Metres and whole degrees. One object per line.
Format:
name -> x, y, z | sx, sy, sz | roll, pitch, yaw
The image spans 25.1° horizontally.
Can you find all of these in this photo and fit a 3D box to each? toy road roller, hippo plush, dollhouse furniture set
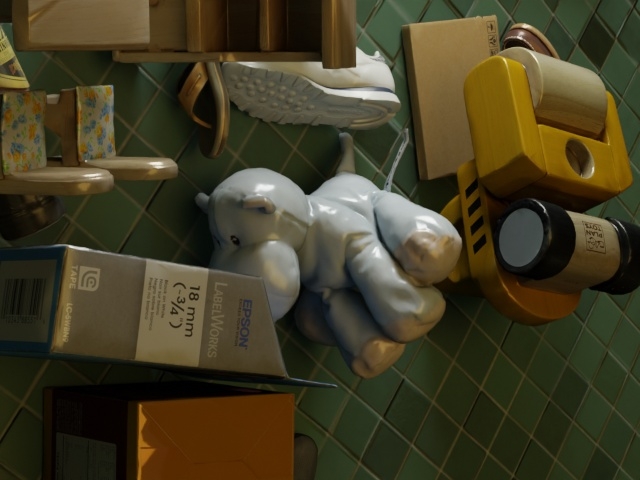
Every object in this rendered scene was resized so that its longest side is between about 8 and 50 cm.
toy road roller -> 0.249, -0.054, 1.820 | 0.202, 0.240, 0.330 | 11, 65, -39
hippo plush -> 0.000, 0.000, 1.592 | 0.236, 0.234, 0.294 | 10, 84, -39
dollhouse furniture set -> -0.147, -0.240, 1.345 | 0.394, 0.256, 0.362 | -21, 111, -69

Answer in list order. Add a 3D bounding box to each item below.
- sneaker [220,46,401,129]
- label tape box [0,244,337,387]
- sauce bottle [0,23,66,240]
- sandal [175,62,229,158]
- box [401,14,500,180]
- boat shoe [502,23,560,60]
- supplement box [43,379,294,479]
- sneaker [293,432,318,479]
sneaker -> -0.016, -0.194, 1.686 | 0.235, 0.090, 0.095 | 8, 61, -34
label tape box -> -0.178, 0.079, 1.444 | 0.333, 0.240, 0.106 | 11, 82, -39
sauce bottle -> -0.349, -0.166, 1.389 | 0.111, 0.111, 0.344 | -35, 113, -33
sandal -> -0.137, -0.179, 1.590 | 0.049, 0.072, 0.180 | -7, 93, -23
box -> 0.180, -0.188, 1.873 | 0.164, 0.021, 0.201 | -12, 98, -39
boat shoe -> 0.293, -0.190, 1.926 | 0.073, 0.073, 0.207 | -50, 124, -32
supplement box -> -0.159, 0.218, 1.488 | 0.191, 0.194, 0.129 | 1, 89, -39
sneaker -> -0.037, 0.332, 1.650 | 0.083, 0.098, 0.224 | 34, 70, -34
